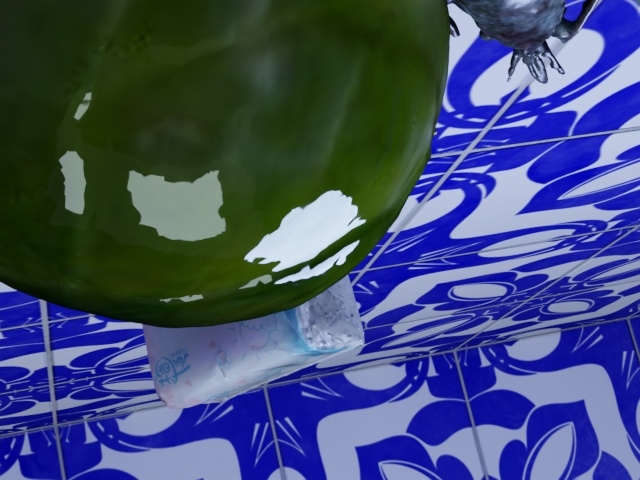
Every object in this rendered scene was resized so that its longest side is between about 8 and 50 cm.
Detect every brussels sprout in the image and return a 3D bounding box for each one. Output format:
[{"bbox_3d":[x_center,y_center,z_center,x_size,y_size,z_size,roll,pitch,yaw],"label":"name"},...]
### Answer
[{"bbox_3d":[-0.080,-0.103,0.563,0.289,0.281,0.355,3,-170,3],"label":"brussels sprout"}]

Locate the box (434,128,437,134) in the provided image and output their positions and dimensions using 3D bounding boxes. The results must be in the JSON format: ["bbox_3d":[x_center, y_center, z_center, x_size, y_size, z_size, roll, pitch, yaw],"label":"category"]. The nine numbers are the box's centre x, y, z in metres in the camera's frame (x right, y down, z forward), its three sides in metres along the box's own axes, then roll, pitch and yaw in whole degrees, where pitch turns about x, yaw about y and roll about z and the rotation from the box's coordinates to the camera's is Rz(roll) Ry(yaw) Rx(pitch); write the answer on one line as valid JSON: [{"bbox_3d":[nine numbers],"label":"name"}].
[{"bbox_3d":[-0.033,-0.101,1.018,0.240,0.074,0.153,-1,157,-39],"label":"box"}]

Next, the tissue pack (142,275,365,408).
[{"bbox_3d":[-0.095,0.079,1.378,0.271,0.201,0.124,-27,157,36],"label":"tissue pack"}]

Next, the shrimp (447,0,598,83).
[{"bbox_3d":[0.124,-0.205,0.649,0.172,0.137,0.372,-21,163,14],"label":"shrimp"}]

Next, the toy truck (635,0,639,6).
[{"bbox_3d":[0.108,-0.188,0.304,0.133,0.338,0.184,-14,165,3],"label":"toy truck"}]
